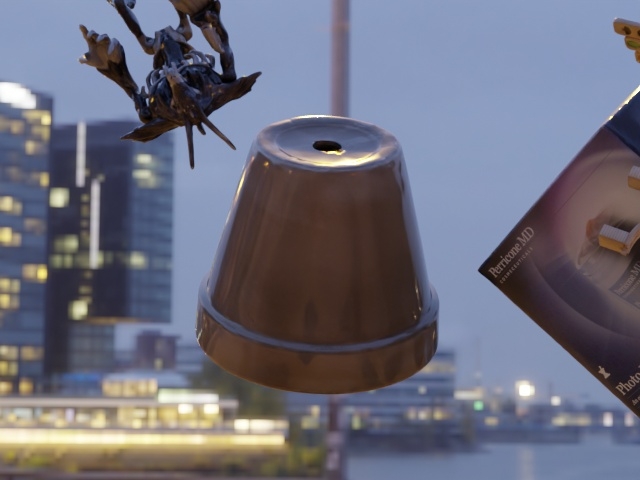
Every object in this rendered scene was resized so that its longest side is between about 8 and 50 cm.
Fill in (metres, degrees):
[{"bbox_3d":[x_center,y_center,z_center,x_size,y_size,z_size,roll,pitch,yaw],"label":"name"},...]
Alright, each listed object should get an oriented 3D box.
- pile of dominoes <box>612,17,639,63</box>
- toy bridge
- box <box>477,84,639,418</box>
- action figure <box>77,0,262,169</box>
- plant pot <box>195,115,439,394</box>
[{"bbox_3d":[0.499,-0.197,2.125,0.196,0.040,0.251,8,-28,44],"label":"pile of dominoes"},{"bbox_3d":[0.363,-0.060,1.776,0.063,0.188,0.026,20,-24,21],"label":"toy bridge"},{"bbox_3d":[0.400,0.014,1.980,0.183,0.294,0.296,-39,-11,-46],"label":"box"},{"bbox_3d":[-0.169,-0.210,1.709,0.164,0.275,0.141,-29,-33,8],"label":"action figure"},{"bbox_3d":[0.000,0.000,2.130,0.323,0.280,0.323,2,25,-1],"label":"plant pot"}]
